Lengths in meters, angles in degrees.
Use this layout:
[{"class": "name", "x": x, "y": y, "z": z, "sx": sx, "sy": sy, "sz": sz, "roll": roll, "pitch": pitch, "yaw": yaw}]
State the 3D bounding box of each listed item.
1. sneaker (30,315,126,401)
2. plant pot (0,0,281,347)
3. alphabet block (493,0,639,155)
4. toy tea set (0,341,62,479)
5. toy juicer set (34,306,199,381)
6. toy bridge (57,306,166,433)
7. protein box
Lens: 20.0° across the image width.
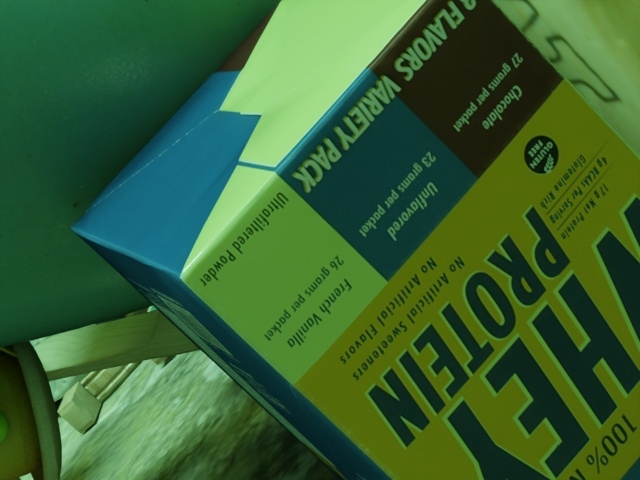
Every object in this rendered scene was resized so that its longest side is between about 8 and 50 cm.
[{"class": "sneaker", "x": -0.263, "y": 0.080, "z": 1.453, "sx": 0.350, "sy": 0.131, "sz": 0.148, "roll": -21, "pitch": 24, "yaw": 42}, {"class": "plant pot", "x": -0.120, "y": -0.095, "z": 0.855, "sx": 0.235, "sy": 0.293, "sz": 0.293, "roll": -8, "pitch": 12, "yaw": -11}, {"class": "alphabet block", "x": 0.138, "y": -0.158, "z": 0.875, "sx": 0.192, "sy": 0.197, "sz": 0.193, "roll": -51, "pitch": 17, "yaw": -16}, {"class": "toy tea set", "x": -0.223, "y": 0.141, "z": 1.022, "sx": 0.124, "sy": 0.200, "sz": 0.336, "roll": -13, "pitch": 7, "yaw": -18}, {"class": "toy juicer set", "x": 0.000, "y": 0.000, "z": 1.060, "sx": 0.209, "sy": 0.089, "sz": 0.329, "roll": 2, "pitch": 41, "yaw": 51}, {"class": "toy bridge", "x": -0.111, "y": 0.062, "z": 1.269, "sx": 0.188, "sy": 0.026, "sz": 0.063, "roll": -40, "pitch": 15, "yaw": 20}, {"class": "protein box", "x": 0.039, "y": 0.022, "z": 0.677, "sx": 0.136, "sy": 0.201, "sz": 0.200, "roll": -48, "pitch": 16, "yaw": -8}]
